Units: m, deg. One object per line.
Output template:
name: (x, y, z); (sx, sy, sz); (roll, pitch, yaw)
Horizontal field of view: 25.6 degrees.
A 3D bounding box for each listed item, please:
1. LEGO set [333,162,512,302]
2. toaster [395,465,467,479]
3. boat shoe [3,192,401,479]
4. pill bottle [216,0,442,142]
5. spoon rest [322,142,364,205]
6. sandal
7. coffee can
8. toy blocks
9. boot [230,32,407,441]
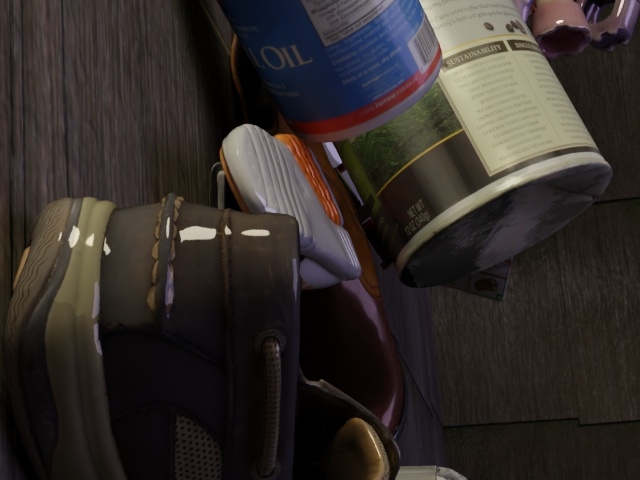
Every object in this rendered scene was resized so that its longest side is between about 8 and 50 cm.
LEGO set: (0.087, -0.058, 1.374); (0.060, 0.244, 0.183); (-15, 116, -65)
toaster: (0.043, 0.246, 1.014); (0.227, 0.146, 0.129); (73, 13, -54)
boat shoe: (-0.029, 0.128, 0.625); (0.132, 0.130, 0.355); (-89, 169, -45)
pill bottle: (-0.015, -0.186, 0.946); (0.221, 0.124, 0.124); (60, 19, -29)
spoon rest: (0.017, -0.123, 1.475); (0.276, 0.084, 0.137); (95, -2, -46)
sandal: (-0.040, -0.018, 0.905); (0.102, 0.076, 0.265); (68, 10, 11)
coffee can: (0.099, -0.127, 1.220); (0.275, 0.201, 0.201); (63, 1, 18)
toy blocks: (0.189, -0.202, 1.603); (0.309, 0.288, 0.260); (22, 53, -47)
boot: (0.000, 0.000, 1.101); (0.280, 0.096, 0.264); (73, 13, -50)
